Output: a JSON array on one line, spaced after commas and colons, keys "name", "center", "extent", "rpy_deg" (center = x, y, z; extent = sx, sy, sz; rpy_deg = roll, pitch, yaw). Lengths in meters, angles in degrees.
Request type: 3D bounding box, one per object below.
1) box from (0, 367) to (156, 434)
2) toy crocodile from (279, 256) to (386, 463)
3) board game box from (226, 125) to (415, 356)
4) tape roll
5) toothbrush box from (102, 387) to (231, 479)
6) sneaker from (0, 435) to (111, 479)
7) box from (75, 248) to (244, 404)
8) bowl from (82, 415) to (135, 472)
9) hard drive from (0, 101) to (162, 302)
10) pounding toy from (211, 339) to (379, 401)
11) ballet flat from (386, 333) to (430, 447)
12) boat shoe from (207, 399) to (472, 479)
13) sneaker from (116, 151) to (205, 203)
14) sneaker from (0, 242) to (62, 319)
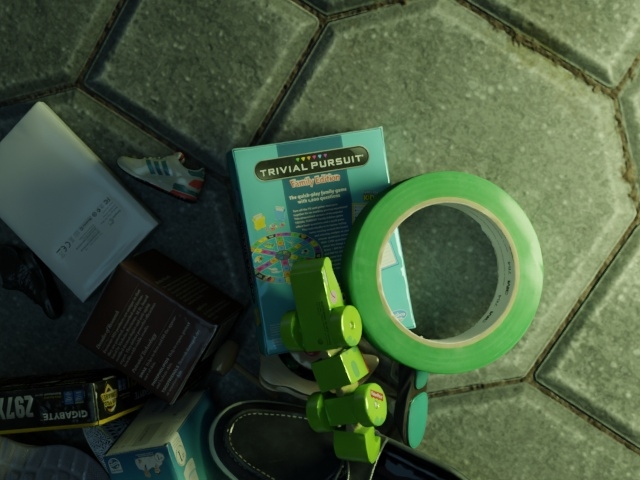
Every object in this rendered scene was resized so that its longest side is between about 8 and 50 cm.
[{"name": "box", "center": [-0.483, 0.279, 1.885], "extent": [0.322, 0.257, 0.079], "rpy_deg": [-7, 88, 12]}, {"name": "toy crocodile", "center": [0.028, 0.190, 1.688], "extent": [0.115, 0.105, 0.341], "rpy_deg": [-14, 96, 30]}, {"name": "board game box", "center": [0.000, 0.000, 1.775], "extent": [0.253, 0.079, 0.336], "rpy_deg": [-9, 90, -13]}, {"name": "tape roll", "center": [0.195, 0.051, 1.737], "extent": [0.321, 0.077, 0.321], "rpy_deg": [0, 88, -13]}, {"name": "toothbrush box", "center": [-0.233, 0.436, 1.852], "extent": [0.126, 0.216, 0.296], "rpy_deg": [-13, 106, 17]}, {"name": "sneaker", "center": [-0.546, 0.424, 1.999], "extent": [0.321, 0.180, 0.125], "rpy_deg": [27, 68, -22]}, {"name": "box", "center": [-0.272, 0.144, 1.869], "extent": [0.203, 0.168, 0.167], "rpy_deg": [32, 104, 7]}, {"name": "bowl", "center": [-0.345, 0.370, 1.946], "extent": [0.080, 0.170, 0.170], "rpy_deg": [-36, 88, -29]}, {"name": "hard drive", "center": [-0.460, -0.068, 1.940], "extent": [0.307, 0.040, 0.203], "rpy_deg": [45, 99, 4]}, {"name": "pounding toy", "center": [-0.040, 0.197, 1.878], "extent": [0.269, 0.155, 0.154], "rpy_deg": [18, 72, 0]}, {"name": "ballet flat", "center": [0.149, 0.253, 1.850], "extent": [0.074, 0.074, 0.203], "rpy_deg": [8, 105, 11]}, {"name": "boat shoe", "center": [0.052, 0.387, 1.806], "extent": [0.500, 0.156, 0.187], "rpy_deg": [22, 63, 4]}, {"name": "sneaker", "center": [-0.276, -0.126, 1.899], "extent": [0.161, 0.057, 0.075], "rpy_deg": [24, 85, 10]}, {"name": "sneaker", "center": [-0.540, 0.075, 1.981], "extent": [0.089, 0.051, 0.170], "rpy_deg": [-22, 87, 12]}]
